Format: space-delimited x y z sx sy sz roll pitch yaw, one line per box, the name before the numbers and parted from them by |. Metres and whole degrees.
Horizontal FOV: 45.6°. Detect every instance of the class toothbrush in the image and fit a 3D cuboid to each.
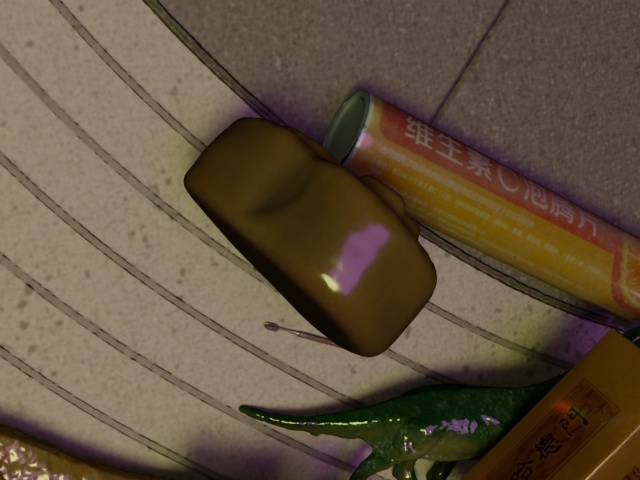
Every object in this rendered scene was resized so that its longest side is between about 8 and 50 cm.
toothbrush | -0.014 0.100 0.793 0.097 0.008 0.006 18 107 -22

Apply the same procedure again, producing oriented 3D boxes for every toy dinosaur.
toy dinosaur | 0.163 0.149 0.791 0.447 0.087 0.301 18 108 -14

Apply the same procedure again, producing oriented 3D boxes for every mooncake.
mooncake | 0.000 0.000 0.673 0.235 0.235 0.117 44 81 -21

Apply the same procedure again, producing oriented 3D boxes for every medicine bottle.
medicine bottle | 0.201 -0.019 0.796 0.426 0.108 0.108 23 91 -21

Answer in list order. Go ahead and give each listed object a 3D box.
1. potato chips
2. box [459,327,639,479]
potato chips | -0.147 0.248 0.747 0.406 0.057 0.080 18 90 -21
box | 0.350 0.318 0.797 0.264 0.116 0.415 -47 116 3
